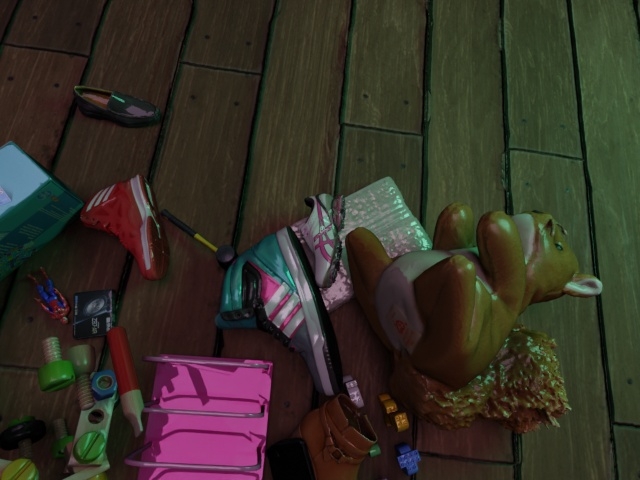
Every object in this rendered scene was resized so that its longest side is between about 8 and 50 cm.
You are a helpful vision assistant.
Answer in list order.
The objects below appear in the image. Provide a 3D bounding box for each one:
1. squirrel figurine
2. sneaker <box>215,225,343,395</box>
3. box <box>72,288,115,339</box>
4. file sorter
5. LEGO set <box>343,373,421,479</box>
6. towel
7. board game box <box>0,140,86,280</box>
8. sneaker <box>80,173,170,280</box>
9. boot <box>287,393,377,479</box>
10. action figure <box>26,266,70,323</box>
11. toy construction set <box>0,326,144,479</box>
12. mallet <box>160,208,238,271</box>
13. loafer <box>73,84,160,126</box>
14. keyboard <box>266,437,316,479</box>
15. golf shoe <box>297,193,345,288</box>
[{"bbox_3d":[0.290,0.126,0.735,0.371,0.281,0.396,-14,99,-26],"label":"squirrel figurine"},{"bbox_3d":[-0.084,0.139,0.719,0.179,0.124,0.295,-22,74,7],"label":"sneaker"},{"bbox_3d":[-0.409,0.133,0.757,0.067,0.018,0.083,-6,73,-7],"label":"box"},{"bbox_3d":[-0.186,0.325,0.635,0.202,0.182,0.290,5,72,-5],"label":"file sorter"},{"bbox_3d":[0.113,0.333,0.709,0.087,0.093,0.227,-16,75,-11],"label":"LEGO set"},{"bbox_3d":[0.068,0.008,0.831,0.282,0.049,0.187,-27,79,-12],"label":"towel"},{"bbox_3d":[-0.551,0.013,0.651,0.079,0.254,0.336,47,73,-8],"label":"board game box"},{"bbox_3d":[-0.367,-0.011,0.785,0.128,0.087,0.221,-19,63,-2],"label":"sneaker"},{"bbox_3d":[0.045,0.353,0.666,0.197,0.073,0.152,45,117,11],"label":"boot"},{"bbox_3d":[-0.488,0.103,0.755,0.038,0.030,0.115,-35,81,-20],"label":"action figure"},{"bbox_3d":[-0.335,0.287,0.518,0.309,0.257,0.237,-38,62,15],"label":"toy construction set"},{"bbox_3d":[-0.233,-0.008,0.796,0.190,0.062,0.039,36,72,6],"label":"mallet"},{"bbox_3d":[-0.420,-0.278,0.862,0.170,0.061,0.062,5,71,-5],"label":"loafer"},{"bbox_3d":[-0.040,0.421,0.685,0.100,0.038,0.191,-17,82,19],"label":"keyboard"},{"bbox_3d":[0.000,0.000,0.770,0.086,0.067,0.186,3,64,5],"label":"golf shoe"}]
